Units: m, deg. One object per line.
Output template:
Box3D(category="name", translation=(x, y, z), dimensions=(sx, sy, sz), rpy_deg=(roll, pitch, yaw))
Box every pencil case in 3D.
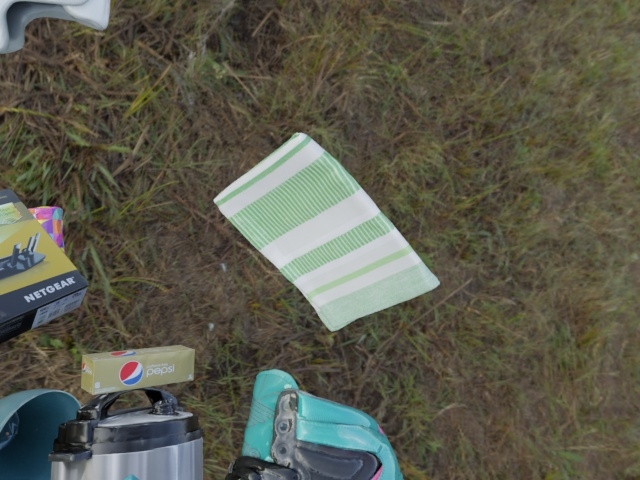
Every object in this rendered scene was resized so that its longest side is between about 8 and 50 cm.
Box3D(category="pencil case", translation=(-0.793, 0.019, 1.560), dimensions=(0.105, 0.105, 0.236), rpy_deg=(-3, 90, -36))

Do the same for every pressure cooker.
Box3D(category="pressure cooker", translation=(-0.477, 0.581, 1.357), dimensions=(0.376, 0.370, 0.419), rpy_deg=(1, 77, -20))

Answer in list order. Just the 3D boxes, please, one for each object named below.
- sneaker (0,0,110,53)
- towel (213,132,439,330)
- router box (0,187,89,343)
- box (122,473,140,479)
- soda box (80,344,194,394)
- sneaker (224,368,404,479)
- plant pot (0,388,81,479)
Box3D(category="sneaker", translation=(-0.188, -0.230, 0.422), dimensions=(0.232, 0.090, 0.115), rpy_deg=(-36, 105, -2))
Box3D(category="towel", translation=(0.000, 0.000, 0.886), dimensions=(0.324, 0.248, 0.038), rpy_deg=(49, 40, -13))
Box3D(category="router box", translation=(-0.581, 0.061, 0.857), dimensions=(0.243, 0.081, 0.309), rpy_deg=(46, 38, 10))
Box3D(category="box", translation=(-0.344, 0.440, 0.740), dimensions=(0.244, 0.100, 0.060), rpy_deg=(-36, 110, 2))
Box3D(category="soda box", translation=(-0.314, 0.222, 0.936), dimensions=(0.182, 0.061, 0.058), rpy_deg=(2, 89, -41))
Box3D(category="sneaker", translation=(-0.060, 0.201, 0.442), dimensions=(0.296, 0.124, 0.178), rpy_deg=(1, 65, -22))
Box3D(category="plant pot", translation=(-0.844, 0.544, 1.496), dimensions=(0.290, 0.196, 0.289), rpy_deg=(6, 90, -65))
